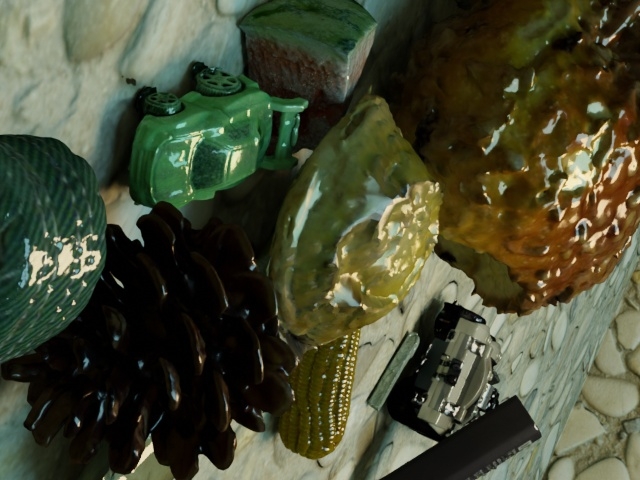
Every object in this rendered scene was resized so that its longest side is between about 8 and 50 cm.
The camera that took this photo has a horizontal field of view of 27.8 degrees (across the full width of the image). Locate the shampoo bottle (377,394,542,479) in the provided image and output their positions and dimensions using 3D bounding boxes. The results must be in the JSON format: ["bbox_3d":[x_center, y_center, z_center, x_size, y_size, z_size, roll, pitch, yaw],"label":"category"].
[{"bbox_3d":[0.163,0.328,1.799,0.309,0.071,0.098,-33,162,2],"label":"shampoo bottle"}]

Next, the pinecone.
[{"bbox_3d":[-0.126,0.079,0.915,0.208,0.207,0.208,-49,152,-37],"label":"pinecone"}]

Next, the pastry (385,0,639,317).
[{"bbox_3d":[0.234,-0.115,1.392,0.337,0.292,0.405,-46,149,-3],"label":"pastry"}]

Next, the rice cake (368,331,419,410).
[{"bbox_3d":[0.100,0.177,1.747,0.121,0.021,0.022,-58,167,-22],"label":"rice cake"}]

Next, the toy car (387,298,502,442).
[{"bbox_3d":[0.201,0.203,1.885,0.193,0.118,0.301,-66,159,-8],"label":"toy car"}]

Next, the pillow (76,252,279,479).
[{"bbox_3d":[-0.119,0.141,1.115,0.302,0.075,0.185,-52,174,-36],"label":"pillow"}]

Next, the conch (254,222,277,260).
[{"bbox_3d":[-0.001,-0.004,1.261,0.200,0.079,0.095,-36,154,-18],"label":"conch"}]

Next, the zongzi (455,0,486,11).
[{"bbox_3d":[0.181,-0.314,1.433,0.154,0.062,0.131,-16,107,-43],"label":"zongzi"}]

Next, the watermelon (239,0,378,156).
[{"bbox_3d":[-0.015,-0.136,1.081,0.158,0.098,0.121,-65,158,8],"label":"watermelon"}]

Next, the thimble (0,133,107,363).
[{"bbox_3d":[-0.197,0.003,0.768,0.090,0.118,0.135,-9,136,-59],"label":"thimble"}]

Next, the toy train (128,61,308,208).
[{"bbox_3d":[-0.083,-0.075,0.998,0.149,0.081,0.099,-36,144,-53],"label":"toy train"}]

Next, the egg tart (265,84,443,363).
[{"bbox_3d":[0.038,-0.003,1.119,0.232,0.098,0.252,-32,140,-54],"label":"egg tart"}]

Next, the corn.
[{"bbox_3d":[0.003,0.138,1.412,0.080,0.080,0.231,-35,142,-52],"label":"corn"}]
